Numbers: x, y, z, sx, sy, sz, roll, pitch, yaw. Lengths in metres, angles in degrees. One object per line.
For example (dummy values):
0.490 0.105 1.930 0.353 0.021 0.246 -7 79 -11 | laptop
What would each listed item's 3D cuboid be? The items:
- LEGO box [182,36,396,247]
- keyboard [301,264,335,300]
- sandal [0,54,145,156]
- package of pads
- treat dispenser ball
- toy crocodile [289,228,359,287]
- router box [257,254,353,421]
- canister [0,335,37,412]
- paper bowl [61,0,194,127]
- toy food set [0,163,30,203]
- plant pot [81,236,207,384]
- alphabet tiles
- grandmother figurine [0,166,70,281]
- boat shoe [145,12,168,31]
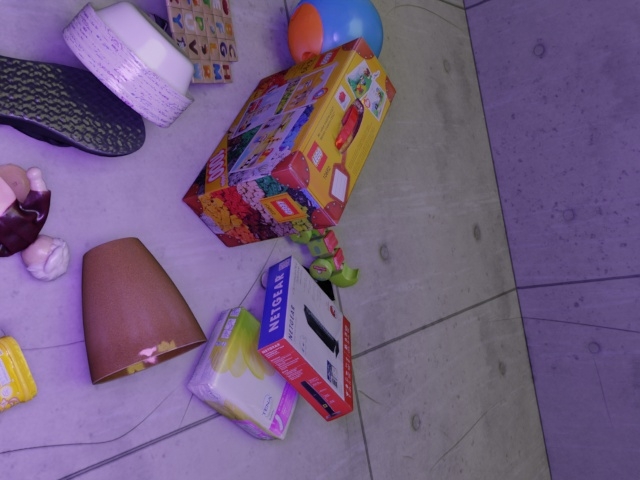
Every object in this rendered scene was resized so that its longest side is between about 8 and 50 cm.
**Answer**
-0.068 -0.245 1.656 0.193 0.372 0.500 50 47 -31 | LEGO box
-0.031 0.132 1.894 0.192 0.038 0.100 31 36 -42 | keyboard
-0.567 -0.273 1.285 0.445 0.107 0.168 13 73 -35 | sandal
-0.172 0.340 1.610 0.296 0.101 0.229 48 47 -33 | package of pads
0.044 -0.608 1.941 0.288 0.288 0.288 15 70 -48 | treat dispenser ball
0.000 0.000 1.881 0.340 0.105 0.115 61 33 -21 | toy crocodile
-0.030 0.251 1.706 0.301 0.082 0.335 51 22 -28 | router box
-0.601 0.257 1.127 0.170 0.073 0.126 -29 104 -48 | canister
-0.382 -0.384 1.366 0.284 0.148 0.284 46 7 -7 | paper bowl
-0.596 -0.107 1.258 0.083 0.020 0.082 58 43 -24 | toy food set
-0.384 0.130 1.323 0.237 0.237 0.254 -11 77 -51 | plant pot
-0.288 -0.535 1.612 0.342 0.011 0.285 -40 124 -69 | alphabet tiles
-0.589 -0.054 1.194 0.208 0.104 0.342 -38 123 -6 | grandmother figurine
-0.380 -0.443 1.558 0.065 0.075 0.206 -4 80 -48 | boat shoe
